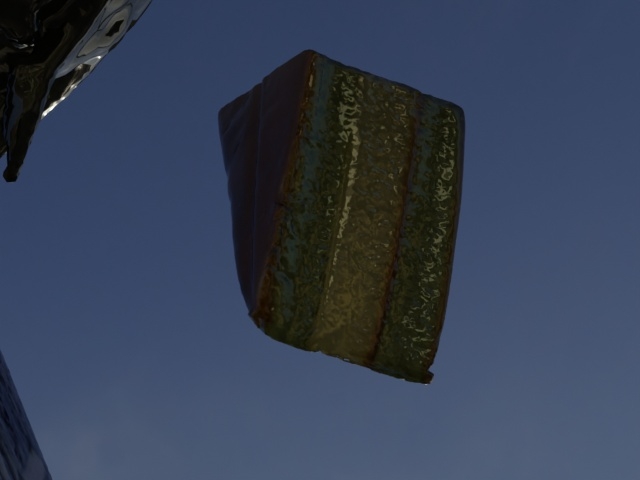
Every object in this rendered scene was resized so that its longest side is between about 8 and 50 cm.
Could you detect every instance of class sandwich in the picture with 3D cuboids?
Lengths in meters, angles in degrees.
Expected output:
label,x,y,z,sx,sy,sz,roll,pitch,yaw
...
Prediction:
label,x,y,z,sx,sy,sz,roll,pitch,yaw
sandwich,0.000,0.000,1.090,0.117,0.187,0.144,18,-25,-19

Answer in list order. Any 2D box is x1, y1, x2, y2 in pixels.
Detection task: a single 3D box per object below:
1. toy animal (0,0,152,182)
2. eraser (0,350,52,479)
label,x,y,z,sx,sy,sz,roll,pitch,yaw
toy animal,-0.125,-0.097,0.455,0.146,0.245,0.114,-53,-21,9
eraser,-0.179,0.050,0.795,0.068,0.210,0.124,-26,-15,6
